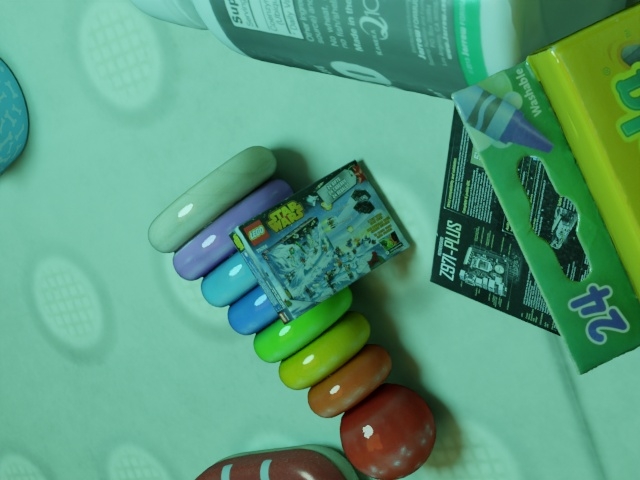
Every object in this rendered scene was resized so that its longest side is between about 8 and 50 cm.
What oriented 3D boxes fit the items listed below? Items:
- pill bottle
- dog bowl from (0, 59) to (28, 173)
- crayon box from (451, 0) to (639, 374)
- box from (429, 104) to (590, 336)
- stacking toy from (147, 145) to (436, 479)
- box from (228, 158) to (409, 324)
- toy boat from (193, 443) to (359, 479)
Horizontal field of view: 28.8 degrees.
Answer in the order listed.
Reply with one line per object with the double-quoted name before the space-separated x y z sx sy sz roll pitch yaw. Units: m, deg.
"pill bottle" 0.028 -0.221 0.919 0.361 0.204 0.204 17 120 33
"dog bowl" -0.437 -0.115 1.434 0.297 0.074 0.166 -35 87 42
"crayon box" 0.269 -0.067 0.748 0.322 0.083 0.203 -25 95 1
"box" 0.175 -0.031 0.974 0.147 0.077 0.180 22 122 30
"stacking toy" -0.010 0.079 1.156 0.330 0.141 0.141 52 133 -2
"box" 0.000 0.000 1.090 0.094 0.137 0.027 59 152 2
"toy boat" -0.063 0.304 1.272 0.231 0.151 0.151 -17 99 42
